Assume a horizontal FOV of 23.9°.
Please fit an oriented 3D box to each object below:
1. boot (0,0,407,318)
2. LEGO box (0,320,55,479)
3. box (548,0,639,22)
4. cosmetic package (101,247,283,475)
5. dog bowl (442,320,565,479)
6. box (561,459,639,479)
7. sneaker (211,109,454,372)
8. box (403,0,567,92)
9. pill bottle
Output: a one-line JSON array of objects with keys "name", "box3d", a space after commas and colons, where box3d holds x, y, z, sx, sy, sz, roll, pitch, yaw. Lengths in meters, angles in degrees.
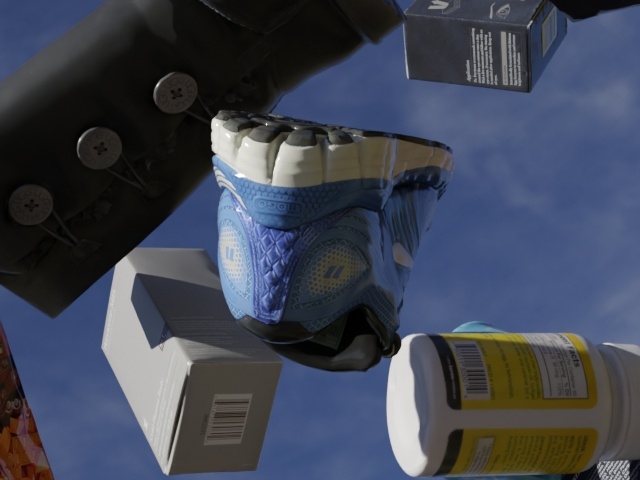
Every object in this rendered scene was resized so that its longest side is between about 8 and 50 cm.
[{"name": "boot", "box3d": [-0.202, -0.180, 1.312, 0.445, 0.146, 0.367, -36, -62, 12]}, {"name": "LEGO box", "box3d": [-0.446, 0.256, 1.146, 0.500, 0.193, 0.373, -8, -70, 21]}, {"name": "box", "box3d": [0.283, -0.350, 1.122, 0.294, 0.296, 0.182, -8, -28, 44]}, {"name": "cosmetic package", "box3d": [-0.130, 0.110, 1.465, 0.107, 0.238, 0.127, 1, -66, -28]}, {"name": "dog bowl", "box3d": [0.222, 0.182, 1.531, 0.297, 0.074, 0.166, 22, -105, -46]}, {"name": "box", "box3d": [0.407, 0.322, 1.335, 0.343, 0.312, 0.179, 19, -66, -15]}, {"name": "sneaker", "box3d": [0.000, 0.000, 0.932, 0.330, 0.129, 0.147, -11, -70, -75]}, {"name": "box", "box3d": [0.200, -0.259, 1.815, 0.156, 0.158, 0.093, -53, -35, -47]}, {"name": "pill bottle", "box3d": [0.170, 0.137, 1.265, 0.208, 0.119, 0.119, 1, -49, -15]}]
